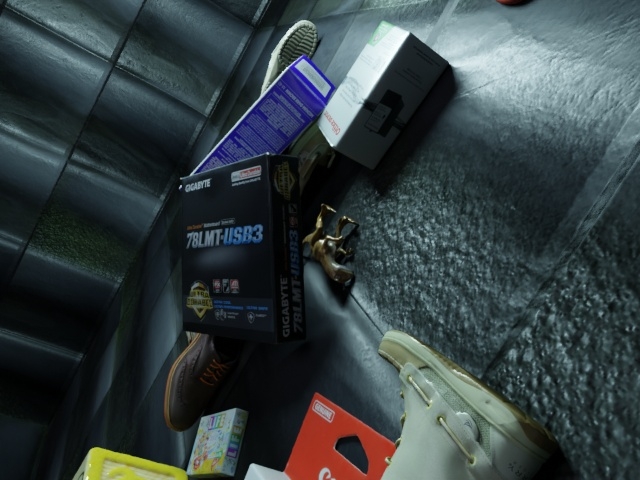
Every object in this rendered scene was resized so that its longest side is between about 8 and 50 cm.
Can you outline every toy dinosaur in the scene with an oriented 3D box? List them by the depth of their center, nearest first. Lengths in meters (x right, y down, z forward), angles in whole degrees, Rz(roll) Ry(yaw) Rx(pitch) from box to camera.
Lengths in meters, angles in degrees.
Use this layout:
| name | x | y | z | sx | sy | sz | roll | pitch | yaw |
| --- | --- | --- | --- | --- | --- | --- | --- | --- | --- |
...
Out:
| name | x | y | z | sx | sy | sz | roll | pitch | yaw |
| --- | --- | --- | --- | --- | --- | --- | --- | --- | --- |
| toy dinosaur | 0.000 | 0.000 | 0.873 | 0.112 | 0.064 | 0.211 | -61 | 23 | 8 |

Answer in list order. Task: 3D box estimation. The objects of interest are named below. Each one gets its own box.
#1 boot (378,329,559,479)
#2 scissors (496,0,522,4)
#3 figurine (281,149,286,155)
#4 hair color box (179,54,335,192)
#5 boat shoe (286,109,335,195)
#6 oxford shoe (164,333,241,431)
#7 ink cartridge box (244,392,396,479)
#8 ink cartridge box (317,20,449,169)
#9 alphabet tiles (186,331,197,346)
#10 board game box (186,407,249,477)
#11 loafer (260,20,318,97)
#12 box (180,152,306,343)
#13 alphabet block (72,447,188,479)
| name | x | y | z | sx | sy | sz | roll | pitch | yaw |
| --- | --- | --- | --- | --- | --- | --- | --- | --- | --- |
| boot | 0.083 | 0.184 | 0.480 | 0.165 | 0.077 | 0.213 | -56 | 28 | -2 |
| scissors | 0.262 | -0.424 | 0.815 | 0.109 | 0.021 | 0.297 | -57 | 26 | 20 |
| figurine | -0.164 | -0.203 | 1.397 | 0.215 | 0.092 | 0.209 | -14 | 57 | 61 |
| hair color box | -0.126 | -0.211 | 1.103 | 0.339 | 0.110 | 0.185 | -40 | 14 | 23 |
| boat shoe | -0.029 | -0.149 | 1.076 | 0.285 | 0.089 | 0.104 | -51 | 5 | 20 |
| oxford shoe | -0.224 | 0.246 | 1.048 | 0.098 | 0.097 | 0.271 | 0 | 66 | 58 |
| ink cartridge box | -0.014 | 0.312 | 0.594 | 0.275 | 0.060 | 0.239 | 3 | 70 | 64 |
| ink cartridge box | 0.095 | -0.243 | 0.893 | 0.208 | 0.087 | 0.153 | -54 | 26 | 19 |
| alphabet tiles | -0.308 | 0.130 | 1.303 | 0.342 | 0.011 | 0.285 | -138 | 53 | -66 |
| board game box | -0.181 | 0.355 | 0.929 | 0.154 | 0.026 | 0.103 | -34 | 37 | 49 |
| loafer | -0.103 | -0.517 | 1.558 | 0.268 | 0.102 | 0.092 | -56 | 31 | 18 |
| box | -0.145 | 0.018 | 0.925 | 0.295 | 0.073 | 0.293 | -3 | 89 | 48 |
| alphabet block | -0.361 | 0.517 | 0.929 | 0.197 | 0.193 | 0.192 | -56 | 26 | 17 |
